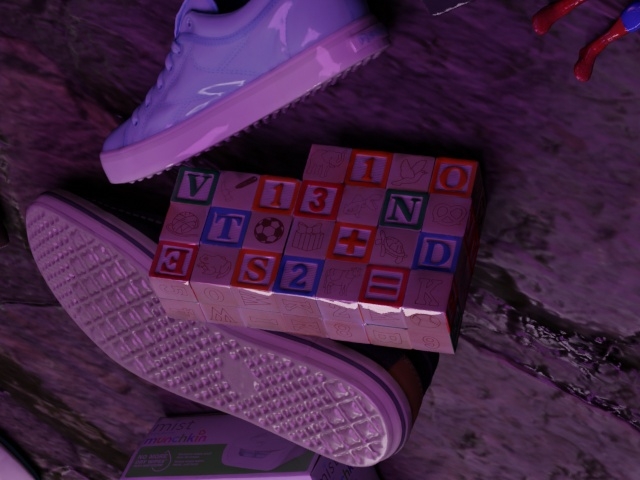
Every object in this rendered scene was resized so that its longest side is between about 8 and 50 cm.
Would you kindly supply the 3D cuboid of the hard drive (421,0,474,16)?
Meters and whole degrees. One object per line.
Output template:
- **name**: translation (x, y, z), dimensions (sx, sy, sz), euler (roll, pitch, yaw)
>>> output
- **hard drive**: translation (0.114, -0.378, 1.532), dimensions (0.237, 0.064, 0.339), euler (-19, 115, 35)

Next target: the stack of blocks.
- **stack of blocks**: translation (0.000, 0.000, 1.769), dimensions (0.297, 0.171, 0.087), euler (6, 151, 15)

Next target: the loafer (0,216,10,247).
- **loafer**: translation (-0.442, 0.021, 2.083), dimensions (0.220, 0.080, 0.078), euler (-25, 110, 37)

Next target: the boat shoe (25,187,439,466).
- **boat shoe**: translation (-0.098, 0.070, 1.915), dimensions (0.500, 0.156, 0.187), euler (24, 135, 23)

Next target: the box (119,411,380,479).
- **box**: translation (-0.060, 0.318, 2.096), dimensions (0.262, 0.127, 0.231), euler (-5, 124, 30)

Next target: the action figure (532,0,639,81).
- **action figure**: translation (0.298, -0.217, 1.522), dimensions (0.091, 0.139, 0.280), euler (45, 128, -13)

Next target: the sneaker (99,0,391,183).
- **sneaker**: translation (-0.096, -0.177, 1.759), dimensions (0.366, 0.135, 0.150), euler (-26, 91, 35)

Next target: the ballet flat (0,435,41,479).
- **ballet flat**: translation (-0.526, 0.243, 2.257), dimensions (0.400, 0.139, 0.139), euler (44, 131, -10)
